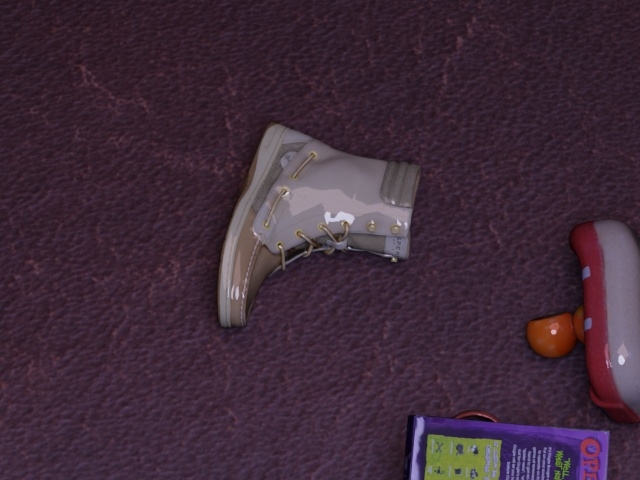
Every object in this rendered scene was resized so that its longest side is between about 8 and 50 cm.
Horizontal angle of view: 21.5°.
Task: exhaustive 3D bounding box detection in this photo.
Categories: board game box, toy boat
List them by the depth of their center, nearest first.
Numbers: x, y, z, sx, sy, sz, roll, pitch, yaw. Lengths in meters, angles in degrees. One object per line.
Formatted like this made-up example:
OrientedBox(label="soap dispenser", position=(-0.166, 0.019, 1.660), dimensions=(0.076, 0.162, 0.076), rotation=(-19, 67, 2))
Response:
OrientedBox(label="board game box", position=(0.177, 0.356, 1.696), dimensions=(0.208, 0.056, 0.347), rotation=(6, 83, -4))
OrientedBox(label="toy boat", position=(0.301, 0.092, 1.876), dimensions=(0.151, 0.151, 0.231), rotation=(-11, 60, 25))

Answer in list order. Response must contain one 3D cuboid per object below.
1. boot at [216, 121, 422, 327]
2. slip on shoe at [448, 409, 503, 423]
OrientedBox(label="boot", position=(0.000, 0.000, 1.922), dimensions=(0.203, 0.095, 0.262), rotation=(15, 60, 4))
OrientedBox(label="slip on shoe", position=(0.107, 0.315, 1.762), dimensions=(0.123, 0.101, 0.331), rotation=(27, 67, 9))
